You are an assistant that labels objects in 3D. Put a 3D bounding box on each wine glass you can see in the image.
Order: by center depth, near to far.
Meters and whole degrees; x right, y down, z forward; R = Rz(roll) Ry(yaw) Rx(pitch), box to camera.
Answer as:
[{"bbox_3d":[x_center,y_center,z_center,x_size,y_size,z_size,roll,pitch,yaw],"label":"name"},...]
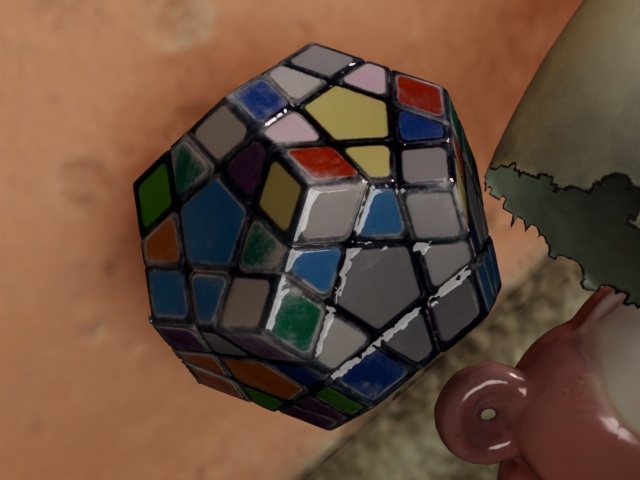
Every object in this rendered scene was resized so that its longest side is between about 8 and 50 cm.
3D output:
[{"bbox_3d":[0.235,-0.072,0.476,0.264,0.096,0.309,34,82,10],"label":"wine glass"}]

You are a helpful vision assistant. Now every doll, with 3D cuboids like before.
[{"bbox_3d":[0.154,0.087,0.568,0.262,0.093,0.211,27,102,-22],"label":"doll"}]

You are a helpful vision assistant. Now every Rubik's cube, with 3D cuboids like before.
[{"bbox_3d":[0.000,0.000,0.489,0.111,0.093,0.111,-7,110,-19],"label":"Rubik's cube"}]
